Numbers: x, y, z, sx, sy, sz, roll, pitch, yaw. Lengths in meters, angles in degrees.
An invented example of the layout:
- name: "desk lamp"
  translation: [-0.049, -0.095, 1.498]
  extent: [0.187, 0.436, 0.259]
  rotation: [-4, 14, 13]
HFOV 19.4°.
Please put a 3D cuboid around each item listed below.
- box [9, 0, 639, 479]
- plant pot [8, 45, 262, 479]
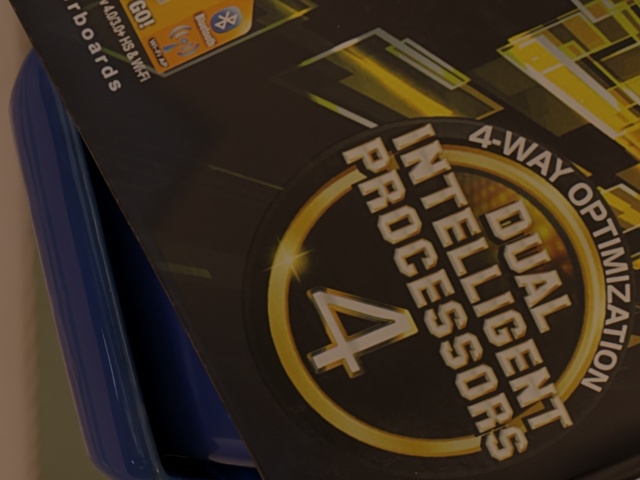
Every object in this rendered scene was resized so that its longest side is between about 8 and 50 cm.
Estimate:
- name: "box"
  translation: [0.060, -0.140, 0.474]
  extent: [0.318, 0.097, 0.395]
  rotation: [-23, -73, 7]
- name: "plant pot"
  translation: [0.000, 0.000, 0.844]
  extent: [0.236, 0.212, 0.236]
  rotation: [24, -129, -73]
